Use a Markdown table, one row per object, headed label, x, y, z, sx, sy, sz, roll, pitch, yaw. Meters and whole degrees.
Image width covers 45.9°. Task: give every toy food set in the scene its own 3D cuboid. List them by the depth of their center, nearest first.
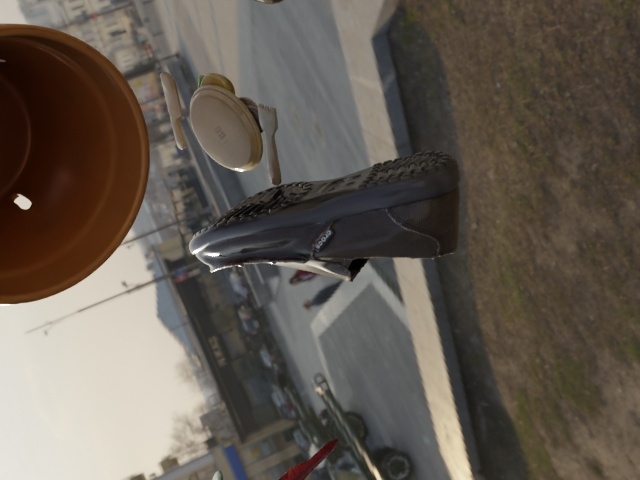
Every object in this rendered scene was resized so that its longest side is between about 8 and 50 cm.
| label | x | y | z | sx | sy | sz | roll | pitch | yaw |
| --- | --- | --- | --- | --- | --- | --- | --- | --- | --- |
| toy food set | -0.117 | -0.151 | 0.975 | 0.192 | 0.038 | 0.132 | 24 | 137 | 29 |

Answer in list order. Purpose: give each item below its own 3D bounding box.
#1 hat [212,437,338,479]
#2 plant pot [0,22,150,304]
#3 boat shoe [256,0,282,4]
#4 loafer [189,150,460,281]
| label | x | y | z | sx | sy | sz | roll | pitch | yaw |
| --- | --- | --- | --- | --- | --- | --- | --- | --- | --- |
| hat | -0.065 | 0.414 | 1.077 | 0.173 | 0.183 | 0.208 | -119 | 38 | -67 |
| plant pot | -0.368 | -0.098 | 0.834 | 0.203 | 0.291 | 0.291 | 21 | 138 | 39 |
| boat shoe | 0.021 | -0.255 | 0.303 | 0.130 | 0.132 | 0.355 | 37 | 132 | 0 |
| loafer | 0.000 | 0.000 | 0.905 | 0.366 | 0.134 | 0.130 | -10 | 108 | 32 |
